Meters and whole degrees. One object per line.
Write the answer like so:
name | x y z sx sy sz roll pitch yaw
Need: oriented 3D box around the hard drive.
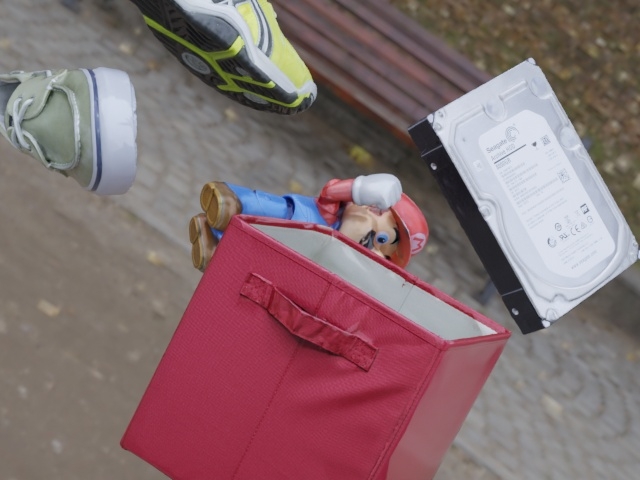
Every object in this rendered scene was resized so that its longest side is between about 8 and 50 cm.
hard drive | 0.297 -0.067 1.991 0.237 0.064 0.339 -30 91 -34

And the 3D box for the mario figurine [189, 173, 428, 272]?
mario figurine | 0.000 0.000 1.853 0.320 0.170 0.198 0 -5 -22

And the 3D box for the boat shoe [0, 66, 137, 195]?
boat shoe | -0.227 -0.099 1.219 0.094 0.109 0.302 -2 10 -20

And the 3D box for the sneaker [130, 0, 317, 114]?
sneaker | -0.126 -0.287 1.523 0.384 0.147 0.145 44 -22 -28

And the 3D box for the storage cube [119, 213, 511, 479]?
storage cube | 0.000 0.109 1.038 0.183 0.193 0.215 30 10 20
